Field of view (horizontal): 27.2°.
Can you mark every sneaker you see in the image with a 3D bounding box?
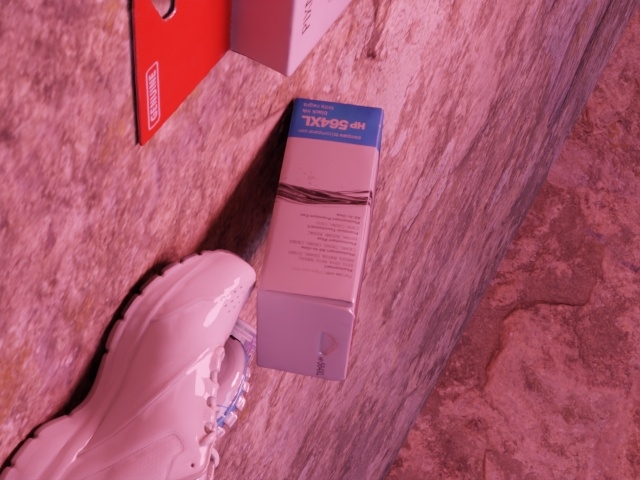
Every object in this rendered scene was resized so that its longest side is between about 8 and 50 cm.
[{"bbox_3d":[-0.123,0.137,1.020,0.297,0.129,0.111,-58,162,-26],"label":"sneaker"},{"bbox_3d":[-0.133,0.150,1.112,0.191,0.071,0.083,-54,132,-17],"label":"sneaker"}]

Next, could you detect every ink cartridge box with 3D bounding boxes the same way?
[{"bbox_3d":[0.000,0.000,1.173,0.148,0.085,0.203,94,6,-58],"label":"ink cartridge box"},{"bbox_3d":[-0.033,-0.213,0.864,0.239,0.060,0.275,-55,164,-34],"label":"ink cartridge box"}]

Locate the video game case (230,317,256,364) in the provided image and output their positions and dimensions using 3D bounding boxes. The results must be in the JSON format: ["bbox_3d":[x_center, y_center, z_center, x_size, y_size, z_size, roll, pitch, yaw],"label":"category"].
[{"bbox_3d":[-0.124,0.151,1.253,0.183,0.023,0.201,-62,166,-6],"label":"video game case"}]
